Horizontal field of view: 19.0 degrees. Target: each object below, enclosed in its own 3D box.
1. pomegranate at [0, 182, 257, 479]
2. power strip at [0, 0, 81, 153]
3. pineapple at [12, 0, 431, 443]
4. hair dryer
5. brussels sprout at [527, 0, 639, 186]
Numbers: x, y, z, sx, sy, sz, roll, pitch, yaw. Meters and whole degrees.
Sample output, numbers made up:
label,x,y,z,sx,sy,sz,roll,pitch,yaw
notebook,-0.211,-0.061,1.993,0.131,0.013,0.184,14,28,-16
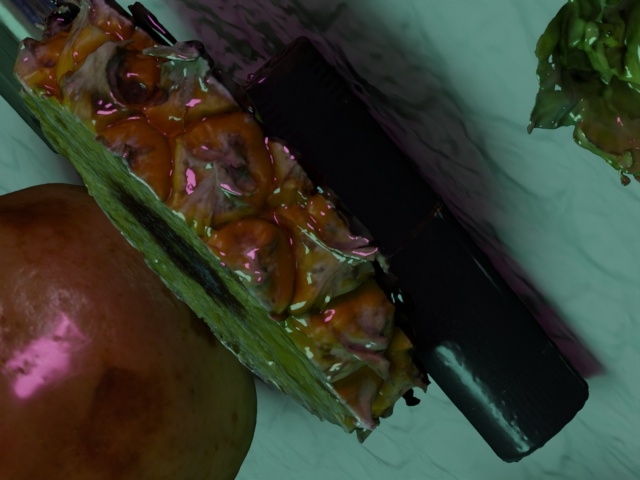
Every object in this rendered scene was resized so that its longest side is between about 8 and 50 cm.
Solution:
label,x,y,z,sx,sy,sz,roll,pitch,yaw
pomegranate,-0.142,0.069,0.936,0.215,0.215,0.215,38,158,19
power strip,-0.182,-0.147,0.841,0.268,0.034,0.092,48,159,-5
pineapple,-0.045,-0.009,0.697,0.221,0.047,0.221,45,166,14
hair dryer,0.007,0.012,0.770,0.173,0.050,0.195,52,162,-7
brussels sprout,0.100,-0.050,0.472,0.085,0.058,0.085,11,121,19
